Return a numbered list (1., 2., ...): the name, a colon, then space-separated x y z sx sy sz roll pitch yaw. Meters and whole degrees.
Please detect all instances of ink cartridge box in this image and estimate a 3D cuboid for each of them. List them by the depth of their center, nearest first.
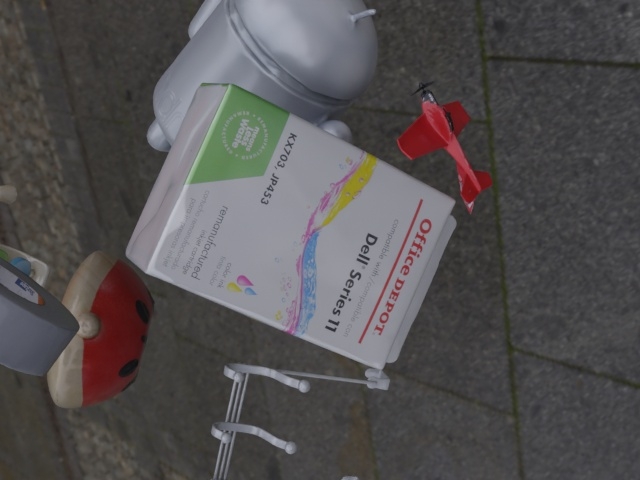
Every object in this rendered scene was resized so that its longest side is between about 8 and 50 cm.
1. ink cartridge box: 0.000 0.000 1.061 0.207 0.353 0.119 -67 24 -2

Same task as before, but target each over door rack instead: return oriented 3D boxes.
1. over door rack: -0.030 0.338 1.718 0.108 0.324 0.240 31 111 59

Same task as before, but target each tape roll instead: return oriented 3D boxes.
1. tape roll: -0.407 0.074 1.227 0.219 0.072 0.219 36 179 1

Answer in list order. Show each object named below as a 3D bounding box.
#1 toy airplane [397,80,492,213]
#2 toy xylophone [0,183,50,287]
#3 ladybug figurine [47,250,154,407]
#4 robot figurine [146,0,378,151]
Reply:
1. toy airplane: 0.138 -0.099 1.055 0.028 0.151 0.151 -19 96 40
2. toy xylophone: -0.507 0.039 1.357 0.081 0.322 0.236 26 107 25
3. ladybug figurine: -0.412 0.178 1.902 0.449 0.161 0.305 158 126 -80
4. robot figurine: -0.068 -0.199 1.226 0.353 0.199 0.300 -44 67 31
